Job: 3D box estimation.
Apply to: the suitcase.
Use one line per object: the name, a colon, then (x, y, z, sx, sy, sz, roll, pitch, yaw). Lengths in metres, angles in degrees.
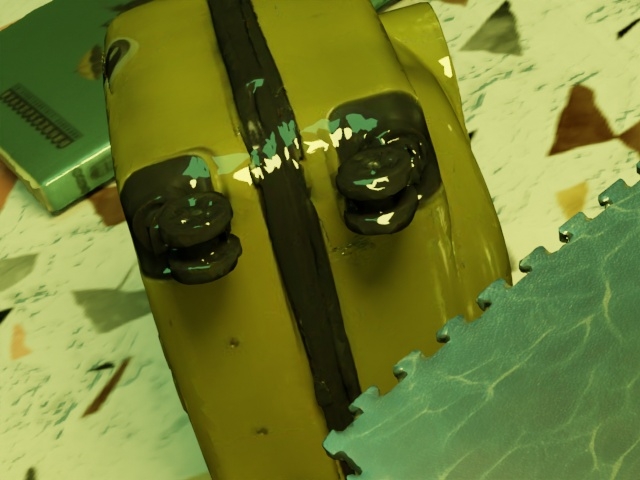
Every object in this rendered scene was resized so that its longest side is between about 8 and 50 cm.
suitcase: (0.000, 0.000, 0.806, 0.143, 0.194, 0.235, -16, 30, 0)

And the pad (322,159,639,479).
pad: (0.180, 0.068, 0.619, 0.269, 0.012, 0.269, -40, 62, -22)

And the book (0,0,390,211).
book: (-0.063, -0.161, 1.265, 0.379, 0.031, 0.264, -33, 30, -14)
